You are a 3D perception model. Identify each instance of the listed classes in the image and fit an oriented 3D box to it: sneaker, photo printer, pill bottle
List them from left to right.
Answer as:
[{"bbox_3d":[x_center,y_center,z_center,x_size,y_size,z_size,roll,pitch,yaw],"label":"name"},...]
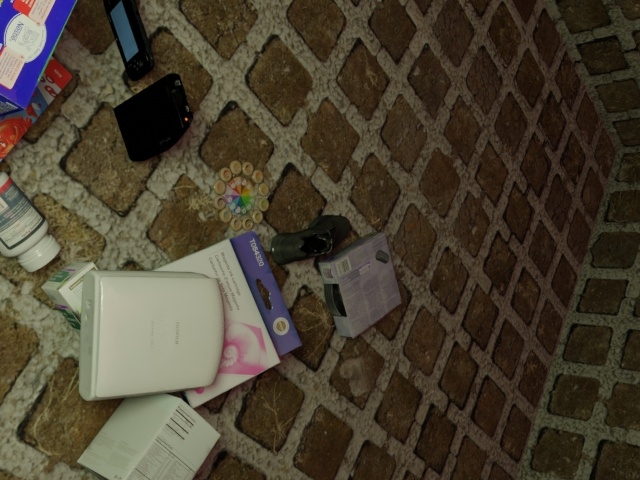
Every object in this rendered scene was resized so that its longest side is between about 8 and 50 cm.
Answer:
[{"bbox_3d":[-0.591,-0.031,1.290,0.108,0.107,0.180,-51,124,-32],"label":"pill bottle"},{"bbox_3d":[-0.337,0.191,1.398,0.307,0.107,0.256,5,86,-41],"label":"photo printer"},{"bbox_3d":[0.000,0.000,1.860,0.286,0.130,0.109,-28,107,-42],"label":"sneaker"}]

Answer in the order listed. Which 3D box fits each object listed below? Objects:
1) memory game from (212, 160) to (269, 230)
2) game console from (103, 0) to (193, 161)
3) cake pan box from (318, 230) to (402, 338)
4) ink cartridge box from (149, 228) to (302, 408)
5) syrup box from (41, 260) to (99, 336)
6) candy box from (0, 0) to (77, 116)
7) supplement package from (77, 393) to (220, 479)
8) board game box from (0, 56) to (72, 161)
[{"bbox_3d":[-0.203,-0.116,1.740,0.186,0.012,0.186,0,91,-44],"label":"memory game"},{"bbox_3d":[-0.391,-0.362,1.428,0.044,0.213,0.362,-21,94,-48],"label":"game console"},{"bbox_3d":[0.123,0.132,2.026,0.266,0.070,0.246,-30,108,-41],"label":"cake pan box"},{"bbox_3d":[-0.226,0.173,1.584,0.330,0.071,0.324,-25,95,-26],"label":"ink cartridge box"},{"bbox_3d":[-0.469,0.161,1.420,0.096,0.093,0.237,-47,121,-33],"label":"syrup box"},{"bbox_3d":[-0.532,-0.329,1.079,0.122,0.317,0.268,33,69,-42],"label":"candy box"},{"bbox_3d":[-0.368,0.449,1.449,0.149,0.194,0.203,53,56,-31],"label":"supplement package"},{"bbox_3d":[-0.671,-0.300,1.224,0.308,0.086,0.302,47,59,-34],"label":"board game box"}]
